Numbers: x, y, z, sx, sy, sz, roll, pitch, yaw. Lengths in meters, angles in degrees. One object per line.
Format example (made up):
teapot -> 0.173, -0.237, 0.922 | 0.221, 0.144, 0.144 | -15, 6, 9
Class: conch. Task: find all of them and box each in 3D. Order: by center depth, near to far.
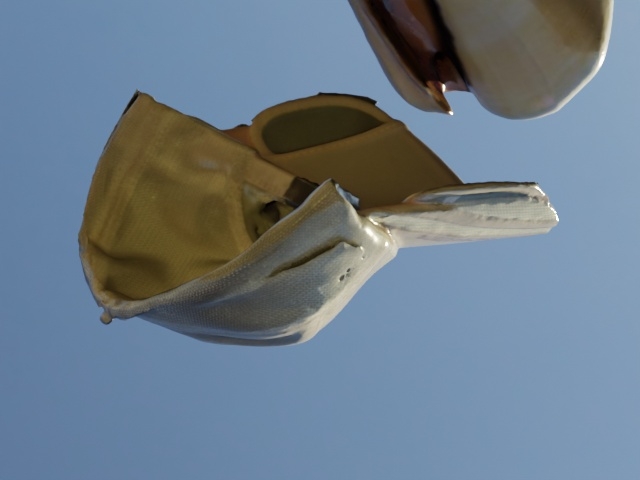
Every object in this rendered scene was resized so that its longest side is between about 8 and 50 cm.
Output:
conch -> 0.097, -0.187, 1.242 | 0.255, 0.158, 0.127 | 53, -154, -25

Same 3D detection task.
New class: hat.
hat -> 0.000, 0.000, 1.028 | 0.226, 0.164, 0.219 | 21, -173, -33
